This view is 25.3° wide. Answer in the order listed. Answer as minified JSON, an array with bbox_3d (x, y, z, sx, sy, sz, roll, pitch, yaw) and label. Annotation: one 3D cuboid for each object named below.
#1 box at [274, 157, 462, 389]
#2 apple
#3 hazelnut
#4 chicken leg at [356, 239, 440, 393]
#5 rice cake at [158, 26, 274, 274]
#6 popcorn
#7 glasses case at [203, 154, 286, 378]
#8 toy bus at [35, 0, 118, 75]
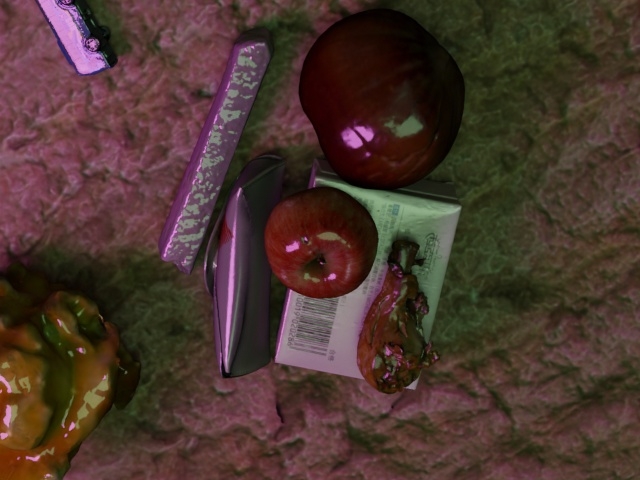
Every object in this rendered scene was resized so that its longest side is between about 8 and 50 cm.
[{"bbox_3d":[0.062,0.044,1.955,0.203,0.116,0.274,10,107,-4],"label":"box"},{"bbox_3d":[0.000,0.000,1.814,0.146,0.131,0.146,2,121,3],"label":"apple"},{"bbox_3d":[0.084,-0.187,1.831,0.230,0.229,0.229,-1,109,-3],"label":"hazelnut"},{"bbox_3d":[0.105,0.103,1.869,0.085,0.101,0.207,4,100,-35],"label":"chicken leg"},{"bbox_3d":[-0.143,-0.116,1.918,0.056,0.072,0.364,19,109,-11],"label":"rice cake"},{"bbox_3d":[-0.420,0.201,1.913,0.290,0.326,0.321,46,57,-12],"label":"popcorn"},{"bbox_3d":[-0.111,0.039,1.940,0.083,0.128,0.308,12,109,19],"label":"glasses case"},{"bbox_3d":[-0.323,-0.287,1.860,0.061,0.051,0.153,-22,109,17],"label":"toy bus"}]
